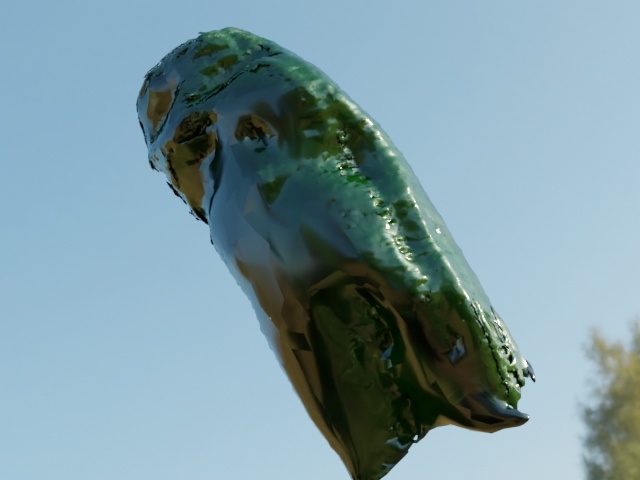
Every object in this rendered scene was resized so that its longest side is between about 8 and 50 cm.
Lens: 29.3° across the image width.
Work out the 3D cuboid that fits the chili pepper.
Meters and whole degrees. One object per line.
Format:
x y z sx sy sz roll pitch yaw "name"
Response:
-0.001 0.000 0.496 0.098 0.224 0.061 -45 -30 16 "chili pepper"
